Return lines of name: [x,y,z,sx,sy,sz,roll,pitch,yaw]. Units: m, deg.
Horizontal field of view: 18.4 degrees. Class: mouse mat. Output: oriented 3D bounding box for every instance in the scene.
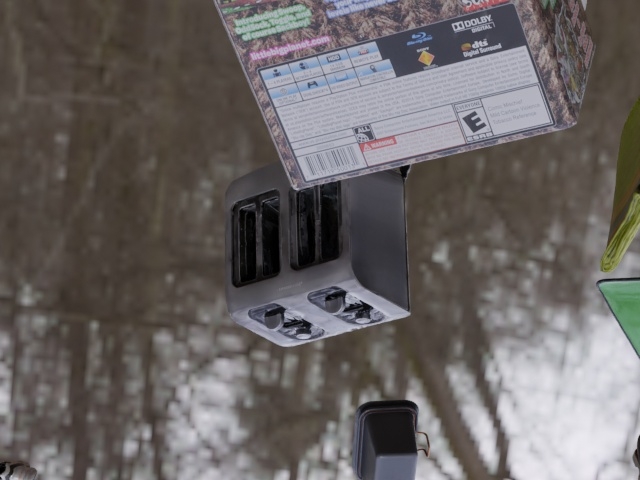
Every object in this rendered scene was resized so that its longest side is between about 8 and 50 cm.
mouse mat: [0.391,0.094,2.089,0.153,0.189,0.007,-3,-128,32]

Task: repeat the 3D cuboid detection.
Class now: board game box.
board game box: [0.048,-0.214,1.474,0.232,0.291,0.141,-12,-153,21]

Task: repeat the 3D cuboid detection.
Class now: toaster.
toaster: [0.000,0.000,1.982,0.168,0.185,0.110,-15,155,34]

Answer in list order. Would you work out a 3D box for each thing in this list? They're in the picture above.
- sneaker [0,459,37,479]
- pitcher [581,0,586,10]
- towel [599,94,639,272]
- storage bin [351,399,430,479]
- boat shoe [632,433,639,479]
sneaker: [-0.378,0.282,2.410,0.044,0.040,0.109,26,165,-16]
pitcher: [0.194,-0.254,2.036,0.178,0.125,0.207,-36,-155,-24]
towel: [0.301,-0.074,1.902,0.021,0.102,0.237,22,-142,-3]
storage bin: [0.098,0.291,2.597,0.098,0.135,0.091,-2,-142,-7]
boat shoe: [0.319,0.207,1.813,0.049,0.043,0.137,23,-166,-8]
